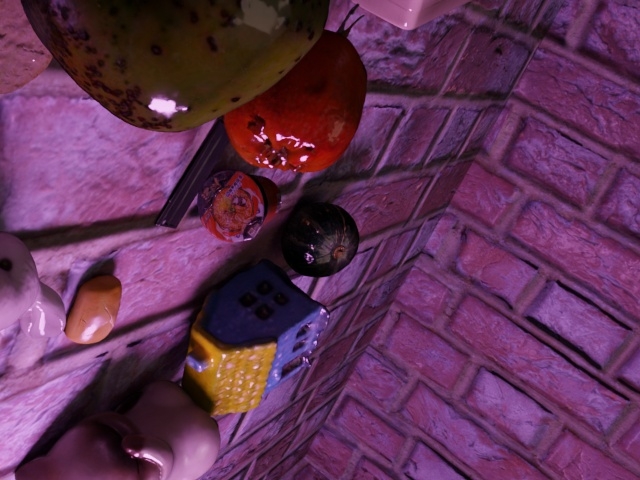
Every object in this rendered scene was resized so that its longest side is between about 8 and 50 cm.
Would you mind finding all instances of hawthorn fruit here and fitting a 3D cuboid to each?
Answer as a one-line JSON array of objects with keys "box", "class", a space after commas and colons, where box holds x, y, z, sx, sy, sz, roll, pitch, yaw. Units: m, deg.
[{"box": [-0.018, -0.241, 1.051, 0.299, 0.211, 0.211, -63, 163, -9], "class": "hawthorn fruit"}]

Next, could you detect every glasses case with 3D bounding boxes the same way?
[{"box": [0.198, -0.483, 1.243, 0.336, 0.144, 0.076, -39, 155, -42], "class": "glasses case"}]

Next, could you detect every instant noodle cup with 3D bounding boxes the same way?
[{"box": [-0.131, -0.067, 1.194, 0.127, 0.127, 0.135, -61, 169, 16], "class": "instant noodle cup"}]

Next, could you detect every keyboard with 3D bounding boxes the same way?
[{"box": [-0.201, -0.105, 1.106, 0.198, 0.010, 0.063, -57, 163, 6], "class": "keyboard"}]

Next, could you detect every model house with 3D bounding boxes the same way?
[{"box": [-0.169, 0.217, 1.438, 0.303, 0.215, 0.237, -30, 149, -42], "class": "model house"}]

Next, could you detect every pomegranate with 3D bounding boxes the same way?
[{"box": [-0.137, -0.263, 0.687, 0.285, 0.284, 0.341, -61, -169, 17], "class": "pomegranate"}]

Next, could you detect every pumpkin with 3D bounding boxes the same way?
[{"box": [-0.001, 0.000, 1.556, 0.190, 0.146, 0.191, -10, 118, -20], "class": "pumpkin"}]

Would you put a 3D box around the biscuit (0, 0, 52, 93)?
[{"box": [-0.309, -0.200, 0.675, 0.120, 0.015, 0.120, -47, 159, -24], "class": "biscuit"}]

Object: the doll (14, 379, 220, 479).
[{"box": [-0.349, 0.402, 1.287, 0.226, 0.215, 0.370, -44, 167, 18], "class": "doll"}]

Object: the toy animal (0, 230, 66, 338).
[{"box": [-0.400, 0.085, 0.760, 0.193, 0.127, 0.179, -47, 162, -28], "class": "toy animal"}]

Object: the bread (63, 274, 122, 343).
[{"box": [-0.343, 0.111, 1.050, 0.115, 0.056, 0.082, -61, 161, 15], "class": "bread"}]
